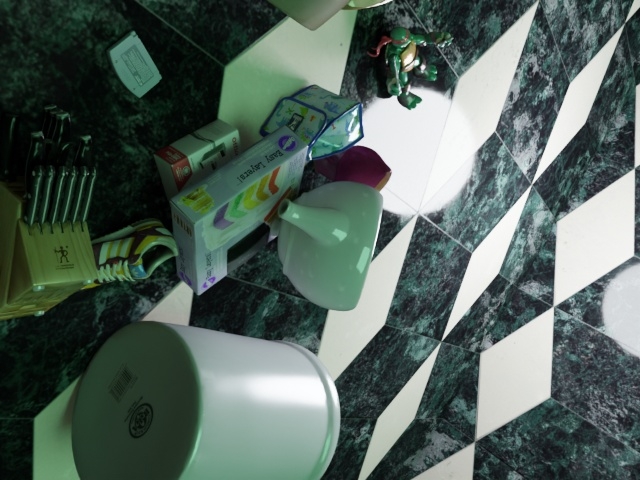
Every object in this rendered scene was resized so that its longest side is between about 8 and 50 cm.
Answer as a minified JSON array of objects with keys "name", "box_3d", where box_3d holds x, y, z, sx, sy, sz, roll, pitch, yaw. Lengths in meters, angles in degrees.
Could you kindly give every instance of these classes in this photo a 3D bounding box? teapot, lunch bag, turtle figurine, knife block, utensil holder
[{"name":"teapot","box_3d":[0.000,0.000,1.085,0.253,0.186,0.256,-73,176,-58]},{"name":"lunch bag","box_3d":[-0.016,-0.209,1.085,0.151,0.128,0.096,-37,139,-25]},{"name":"turtle figurine","box_3d":[0.186,-0.373,1.227,0.175,0.118,0.234,-43,160,2]},{"name":"knife block","box_3d":[-0.394,-0.037,0.804,0.275,0.242,0.088,-26,166,39]},{"name":"utensil holder","box_3d":[-0.197,0.327,1.094,0.385,0.327,0.328,26,94,-54]}]

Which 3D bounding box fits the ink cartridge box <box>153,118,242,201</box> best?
[{"name":"ink cartridge box","box_3d":[-0.195,-0.125,0.989,0.135,0.056,0.099,-37,140,-29]}]

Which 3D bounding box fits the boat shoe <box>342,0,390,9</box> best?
[{"name":"boat shoe","box_3d":[0.136,-0.509,1.063,0.341,0.123,0.123,-26,135,-30]}]

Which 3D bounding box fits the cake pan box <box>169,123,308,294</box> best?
[{"name":"cake pan box","box_3d":[-0.142,-0.045,1.039,0.245,0.070,0.267,-36,162,-27]}]

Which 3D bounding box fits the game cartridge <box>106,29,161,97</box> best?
[{"name":"game cartridge","box_3d":[-0.266,-0.247,0.846,0.056,0.017,0.083,-49,144,-20]}]

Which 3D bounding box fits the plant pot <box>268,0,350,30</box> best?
[{"name":"plant pot","box_3d":[-0.003,-0.458,0.800,0.280,0.323,0.323,-51,148,18]}]

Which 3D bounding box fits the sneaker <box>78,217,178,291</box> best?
[{"name":"sneaker","box_3d":[-0.313,0.034,0.923,0.185,0.084,0.070,-33,140,-18]}]

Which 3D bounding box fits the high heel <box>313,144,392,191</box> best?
[{"name":"high heel","box_3d":[0.090,-0.049,1.290,0.127,0.181,0.377,-45,143,-19]}]
